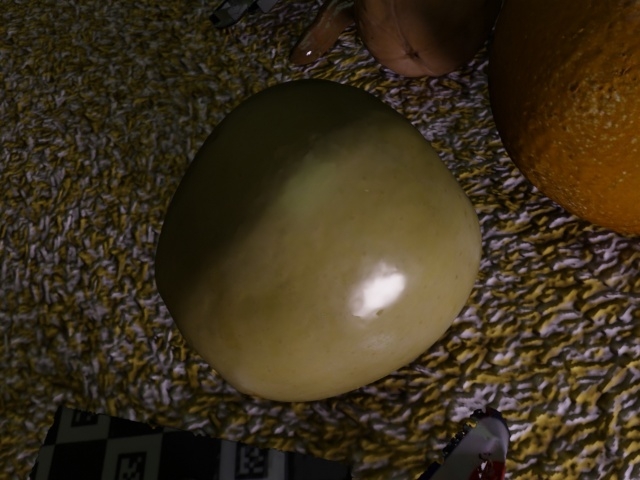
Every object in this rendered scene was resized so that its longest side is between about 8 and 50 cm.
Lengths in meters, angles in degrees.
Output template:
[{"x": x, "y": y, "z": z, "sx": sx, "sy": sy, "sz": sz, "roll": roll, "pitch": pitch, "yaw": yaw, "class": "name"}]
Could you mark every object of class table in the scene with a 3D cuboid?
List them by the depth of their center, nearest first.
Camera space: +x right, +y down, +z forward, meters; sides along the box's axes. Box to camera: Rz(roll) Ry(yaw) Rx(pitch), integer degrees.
[{"x": -0.074, "y": -0.373, "z": 0.779, "sx": 0.175, "sy": 0.062, "sz": 0.146, "roll": -51, "pitch": 33, "yaw": -16, "class": "table"}]

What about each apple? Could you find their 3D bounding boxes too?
[{"x": 0.000, "y": 0.000, "z": 0.477, "sx": 0.262, "sy": 0.262, "sz": 0.263, "roll": -8, "pitch": 59, "yaw": 13, "class": "apple"}]

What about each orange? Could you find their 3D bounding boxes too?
[{"x": 0.271, "y": -0.142, "z": 0.453, "sx": 0.274, "sy": 0.274, "sz": 0.275, "roll": -8, "pitch": 59, "yaw": 13, "class": "orange"}]

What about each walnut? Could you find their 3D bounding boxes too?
[{"x": 0.119, "y": -0.272, "z": 0.641, "sx": 0.165, "sy": 0.165, "sz": 0.197, "roll": 0, "pitch": 62, "yaw": 17, "class": "walnut"}]

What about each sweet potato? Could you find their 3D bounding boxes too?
[{"x": 0.027, "y": -0.288, "z": 0.739, "sx": 0.182, "sy": 0.054, "sz": 0.053, "roll": -37, "pitch": 48, "yaw": -2, "class": "sweet potato"}]

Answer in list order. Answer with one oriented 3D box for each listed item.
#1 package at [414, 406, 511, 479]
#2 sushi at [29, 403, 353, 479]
[{"x": 0.104, "y": 0.263, "z": 0.398, "sx": 0.194, "sy": 0.071, "sz": 0.270, "roll": 26, "pitch": 90, "yaw": 39, "class": "package"}, {"x": -0.165, "y": 0.296, "z": 0.442, "sx": 0.339, "sy": 0.069, "sz": 0.320, "roll": 4, "pitch": 62, "yaw": 24, "class": "sushi"}]
